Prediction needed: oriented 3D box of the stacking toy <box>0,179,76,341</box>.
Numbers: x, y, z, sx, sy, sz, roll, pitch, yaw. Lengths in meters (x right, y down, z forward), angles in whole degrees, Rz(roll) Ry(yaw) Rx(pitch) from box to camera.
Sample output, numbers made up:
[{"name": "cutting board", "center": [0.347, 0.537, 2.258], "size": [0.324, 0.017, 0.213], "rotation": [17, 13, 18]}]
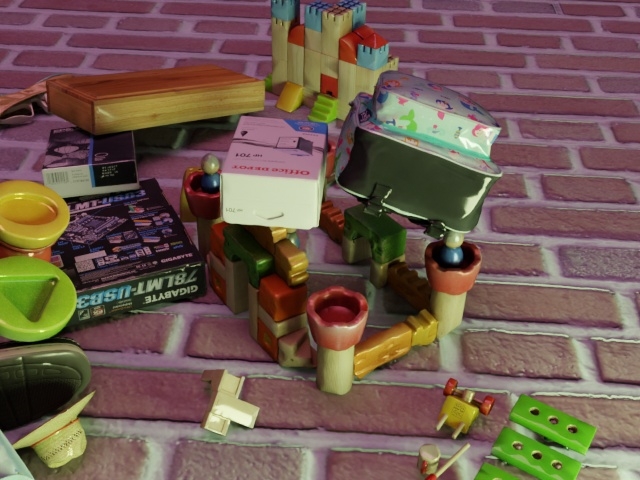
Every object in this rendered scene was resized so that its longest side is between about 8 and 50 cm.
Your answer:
[{"name": "stacking toy", "center": [-0.496, 0.057, 1.126], "size": [0.309, 0.130, 0.279], "rotation": [-2, 50, -36]}]

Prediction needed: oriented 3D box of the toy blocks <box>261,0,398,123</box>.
[{"name": "toy blocks", "center": [0.029, -0.421, 1.815], "size": [0.381, 0.261, 0.190], "rotation": [26, 43, 28]}]

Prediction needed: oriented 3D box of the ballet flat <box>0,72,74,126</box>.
[{"name": "ballet flat", "center": [-0.641, -0.304, 1.811], "size": [0.232, 0.080, 0.073], "rotation": [-29, 74, -31]}]

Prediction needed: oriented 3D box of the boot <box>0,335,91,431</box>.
[{"name": "boot", "center": [-0.533, 0.145, 1.154], "size": [0.377, 0.138, 0.284], "rotation": [-15, 40, -13]}]

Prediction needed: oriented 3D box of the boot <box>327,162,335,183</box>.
[{"name": "boot", "center": [-0.025, -0.133, 1.614], "size": [0.106, 0.037, 0.114], "rotation": [33, 49, 17]}]

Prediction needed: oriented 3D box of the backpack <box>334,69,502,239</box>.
[{"name": "backpack", "center": [0.135, -0.136, 1.181], "size": [0.225, 0.191, 0.253], "rotation": [18, 15, -7]}]

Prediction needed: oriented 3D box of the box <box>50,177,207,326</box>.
[{"name": "box", "center": [-0.377, 0.016, 1.373], "size": [0.295, 0.073, 0.293], "rotation": [-14, 36, -22]}]

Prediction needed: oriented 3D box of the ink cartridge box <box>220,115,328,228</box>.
[{"name": "ink cartridge box", "center": [-0.064, -0.104, 1.188], "size": [0.139, 0.082, 0.191], "rotation": [5, 32, 1]}]

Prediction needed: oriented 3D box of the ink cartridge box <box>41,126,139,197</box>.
[{"name": "ink cartridge box", "center": [-0.441, -0.170, 1.569], "size": [0.165, 0.065, 0.333], "rotation": [-9, 24, -12]}]

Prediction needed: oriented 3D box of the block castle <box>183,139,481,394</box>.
[{"name": "block castle", "center": [0.000, 0.000, 1.293], "size": [0.303, 0.213, 0.453], "rotation": [-22, 43, -27]}]

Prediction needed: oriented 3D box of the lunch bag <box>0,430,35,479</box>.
[{"name": "lunch bag", "center": [-0.437, 0.313, 0.902], "size": [0.223, 0.160, 0.262], "rotation": [-28, 71, -38]}]

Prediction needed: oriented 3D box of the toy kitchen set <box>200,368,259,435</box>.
[{"name": "toy kitchen set", "center": [-0.133, 0.232, 1.138], "size": [0.068, 0.075, 0.083], "rotation": [28, 68, -25]}]

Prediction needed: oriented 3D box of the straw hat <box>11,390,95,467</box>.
[{"name": "straw hat", "center": [-0.339, 0.260, 1.056], "size": [0.144, 0.144, 0.061], "rotation": [-33, 90, -37]}]

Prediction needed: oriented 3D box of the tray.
[{"name": "tray", "center": [-0.341, -0.309, 1.723], "size": [0.411, 0.076, 0.203], "rotation": [-18, 31, -39]}]

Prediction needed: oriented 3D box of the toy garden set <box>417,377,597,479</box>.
[{"name": "toy garden set", "center": [0.217, 0.293, 1.049], "size": [0.203, 0.049, 0.244], "rotation": [23, 43, 23]}]

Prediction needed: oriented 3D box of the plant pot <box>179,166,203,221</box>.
[{"name": "plant pot", "center": [-0.223, -0.092, 1.514], "size": [0.081, 0.083, 0.081], "rotation": [-1, 36, -3]}]
